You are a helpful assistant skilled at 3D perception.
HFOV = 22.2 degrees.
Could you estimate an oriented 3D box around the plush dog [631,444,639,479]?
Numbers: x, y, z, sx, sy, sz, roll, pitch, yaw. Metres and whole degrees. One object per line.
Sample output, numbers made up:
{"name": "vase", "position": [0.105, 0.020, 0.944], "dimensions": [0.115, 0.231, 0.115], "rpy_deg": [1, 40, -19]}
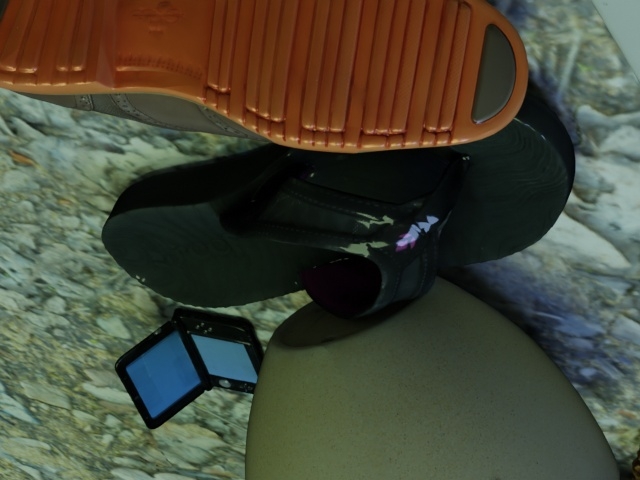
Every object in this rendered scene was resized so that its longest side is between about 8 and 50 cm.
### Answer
{"name": "plush dog", "position": [0.284, 0.286, 1.385], "dimensions": [0.225, 0.211, 0.262], "rpy_deg": [-31, 127, 22]}

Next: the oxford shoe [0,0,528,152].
{"name": "oxford shoe", "position": [-0.047, -0.122, 1.020], "dimensions": [0.363, 0.130, 0.133], "rpy_deg": [12, 175, 13]}

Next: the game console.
{"name": "game console", "position": [-0.109, 0.123, 1.455], "dimensions": [0.107, 0.071, 0.122], "rpy_deg": [10, 148, 19]}

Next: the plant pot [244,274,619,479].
{"name": "plant pot", "position": [0.056, 0.135, 1.220], "dimensions": [0.284, 0.284, 0.191], "rpy_deg": [-10, 109, 42]}

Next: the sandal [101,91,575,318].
{"name": "sandal", "position": [0.001, 0.002, 1.161], "dimensions": [0.167, 0.107, 0.445], "rpy_deg": [39, 145, -27]}

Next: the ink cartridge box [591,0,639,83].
{"name": "ink cartridge box", "position": [0.223, -0.167, 0.743], "dimensions": [0.211, 0.122, 0.289], "rpy_deg": [-6, 139, 37]}
